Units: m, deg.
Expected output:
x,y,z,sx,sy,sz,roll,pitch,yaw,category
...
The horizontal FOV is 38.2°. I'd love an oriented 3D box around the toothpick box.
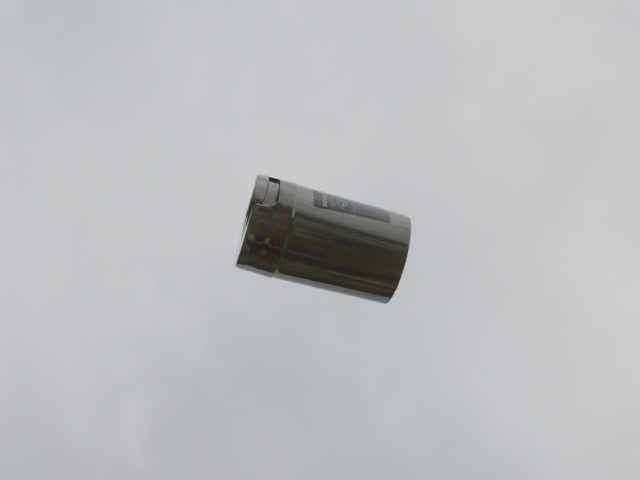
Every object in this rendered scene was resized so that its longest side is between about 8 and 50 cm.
x,y,z,sx,sy,sz,roll,pitch,yaw,category
0.000,0.000,1.044,0.111,0.180,0.111,-165,-90,-82,toothpick box
